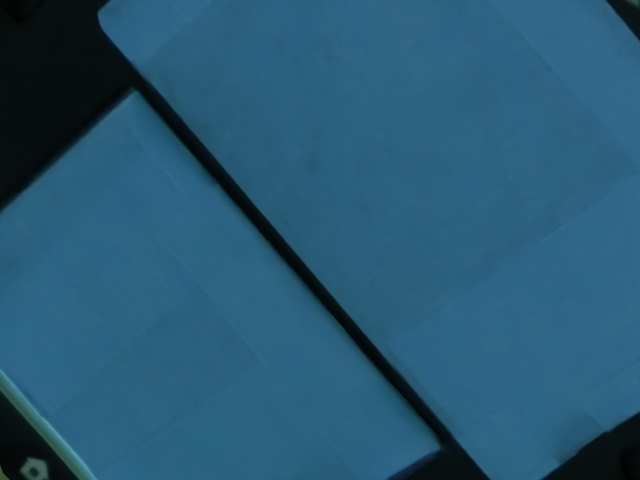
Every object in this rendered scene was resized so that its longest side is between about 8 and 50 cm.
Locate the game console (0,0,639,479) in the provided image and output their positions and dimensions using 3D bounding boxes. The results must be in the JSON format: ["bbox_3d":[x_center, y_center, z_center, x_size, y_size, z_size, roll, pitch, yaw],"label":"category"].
[{"bbox_3d":[0.000,0.000,0.638,0.342,0.060,0.386,-39,94,22],"label":"game console"}]
